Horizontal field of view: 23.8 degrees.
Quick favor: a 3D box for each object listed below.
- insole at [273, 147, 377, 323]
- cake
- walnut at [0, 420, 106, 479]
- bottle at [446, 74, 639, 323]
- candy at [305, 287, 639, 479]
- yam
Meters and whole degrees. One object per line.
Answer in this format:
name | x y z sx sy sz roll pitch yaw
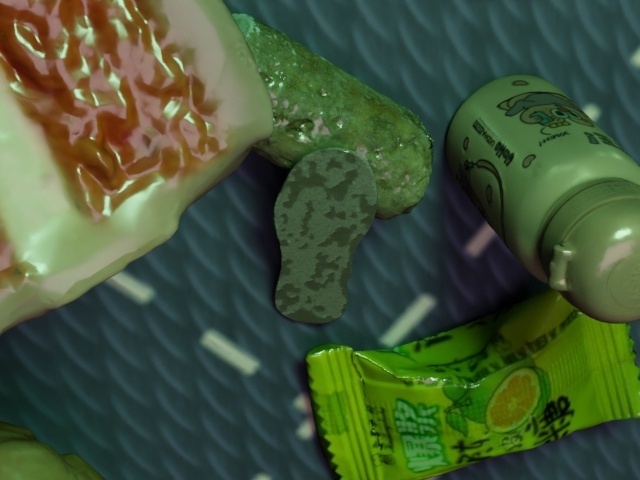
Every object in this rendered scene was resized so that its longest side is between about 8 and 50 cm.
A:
insole | 0.000 0.000 1.002 0.065 0.006 0.193 8 144 0
cake | -0.189 -0.118 0.727 0.237 0.230 0.309 -32 110 -7
walnut | -0.248 0.264 0.955 0.313 0.277 0.252 -63 164 -8
bottle | 0.164 -0.025 0.970 0.110 0.209 0.097 -5 119 -15
candy | 0.117 0.108 1.112 0.246 0.069 0.149 -18 124 -6
yam | -0.008 -0.080 0.967 0.179 0.078 0.078 30 106 -26
